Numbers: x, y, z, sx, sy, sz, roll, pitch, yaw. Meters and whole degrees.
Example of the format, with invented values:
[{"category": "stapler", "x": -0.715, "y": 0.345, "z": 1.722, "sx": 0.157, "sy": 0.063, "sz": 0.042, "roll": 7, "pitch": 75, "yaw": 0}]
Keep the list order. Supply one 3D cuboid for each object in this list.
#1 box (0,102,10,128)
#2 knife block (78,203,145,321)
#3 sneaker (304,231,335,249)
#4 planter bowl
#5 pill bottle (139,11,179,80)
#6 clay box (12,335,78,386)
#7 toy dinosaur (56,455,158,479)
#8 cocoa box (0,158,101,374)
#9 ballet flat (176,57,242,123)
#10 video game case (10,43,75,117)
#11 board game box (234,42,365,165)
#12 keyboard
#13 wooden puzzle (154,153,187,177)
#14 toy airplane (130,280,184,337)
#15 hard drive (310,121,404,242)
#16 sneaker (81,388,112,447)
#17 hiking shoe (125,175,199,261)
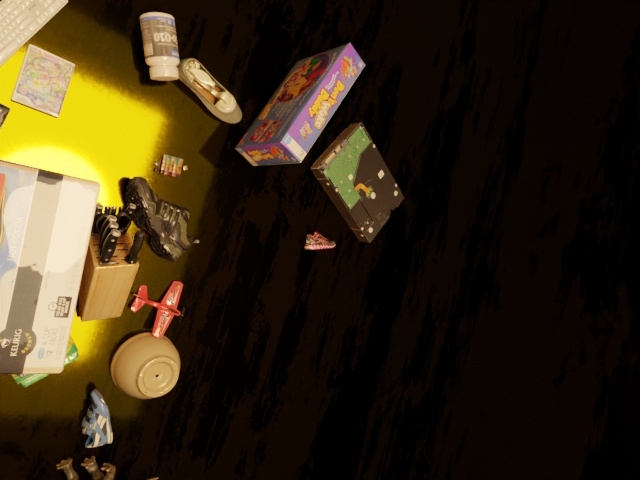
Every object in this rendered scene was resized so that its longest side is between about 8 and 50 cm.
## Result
[{"category": "box", "x": -0.713, "y": -0.191, "z": 0.810, "sx": 0.175, "sy": 0.051, "sz": 0.220, "roll": 27, "pitch": 79, "yaw": -38}, {"category": "knife block", "x": -0.444, "y": 0.057, "z": 0.940, "sx": 0.088, "sy": 0.242, "sz": 0.275, "roll": -3, "pitch": 98, "yaw": -38}, {"category": "sneaker", "x": 0.000, "y": 0.000, "z": 1.430, "sx": 0.119, "sy": 0.047, "sz": 0.057, "roll": -2, "pitch": 86, "yaw": -40}, {"category": "planter bowl", "x": -0.413, "y": 0.318, "z": 1.088, "sx": 0.162, "sy": 0.109, "sz": 0.162, "roll": -7, "pitch": 101, "yaw": -39}, {"category": "pill bottle", "x": -0.373, "y": -0.450, "z": 1.037, "sx": 0.078, "sy": 0.078, "sz": 0.137, "roll": -13, "pitch": 104, "yaw": -38}, {"category": "clay box", "x": -0.616, "y": 0.197, "z": 0.940, "sx": 0.127, "sy": 0.053, "sz": 0.221, "roll": -30, "pitch": 113, "yaw": -32}, {"category": "toy dinosaur", "x": -0.524, "y": 0.585, "z": 1.006, "sx": 0.314, "sy": 0.121, "sz": 0.160, "roll": -12, "pitch": 105, "yaw": -16}, {"category": "cocoa box", "x": -0.565, "y": 0.035, "z": 0.779, "sx": 0.228, "sy": 0.232, "sz": 0.346, "roll": 12, "pitch": 87, "yaw": -40}, {"category": "ballet flat", "x": -0.275, "y": -0.377, "z": 1.134, "sx": 0.213, "sy": 0.068, "sz": 0.072, "roll": 39, "pitch": 72, "yaw": -36}, {"category": "video game case", "x": -0.578, "y": -0.332, "z": 0.928, "sx": 0.087, "sy": 0.011, "sz": 0.121, "roll": 19, "pitch": 84, "yaw": -40}, {"category": "board game box", "x": -0.059, "y": -0.363, "z": 1.207, "sx": 0.078, "sy": 0.233, "sz": 0.347, "roll": 43, "pitch": 69, "yaw": -34}, {"category": "keyboard", "x": -0.618, "y": -0.425, "z": 0.881, "sx": 0.072, "sy": 0.014, "sz": 0.256, "roll": 44, "pitch": 69, "yaw": -34}, {"category": "wooden puzzle", "x": -0.375, "y": -0.187, "z": 1.117, "sx": 0.083, "sy": 0.006, "sz": 0.049, "roll": 12, "pitch": 88, "yaw": -40}, {"category": "toy airplane", "x": -0.410, "y": 0.166, "z": 1.119, "sx": 0.151, "sy": 0.028, "sz": 0.151, "roll": 7, "pitch": 80, "yaw": -46}, {"category": "hard drive", "x": 0.134, "y": -0.190, "z": 1.498, "sx": 0.237, "sy": 0.064, "sz": 0.339, "roll": -52, "pitch": 125, "yaw": -22}, {"category": "sneaker", "x": -0.530, "y": 0.422, "z": 1.043, "sx": 0.059, "sy": 0.053, "sz": 0.144, "roll": -10, "pitch": 101, "yaw": -36}, {"category": "hiking shoe", "x": -0.386, "y": -0.064, "z": 1.089, "sx": 0.114, "sy": 0.086, "sz": 0.226, "roll": -46, "pitch": 129, "yaw": -41}]
